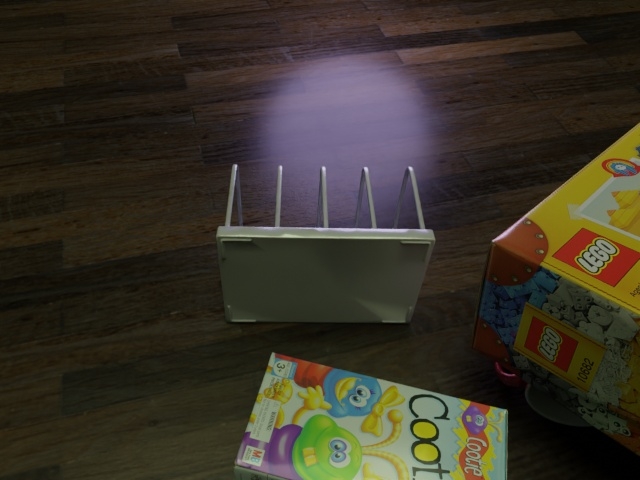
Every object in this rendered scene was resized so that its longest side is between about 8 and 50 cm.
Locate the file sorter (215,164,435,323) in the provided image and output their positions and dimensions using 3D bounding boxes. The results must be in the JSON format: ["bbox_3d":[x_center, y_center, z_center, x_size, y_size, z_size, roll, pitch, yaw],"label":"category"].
[{"bbox_3d":[0.000,0.000,0.839,0.278,0.192,0.173,0,47,-4],"label":"file sorter"}]

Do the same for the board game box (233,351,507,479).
[{"bbox_3d":[0.056,0.253,0.656,0.276,0.144,0.142,13,50,6],"label":"board game box"}]

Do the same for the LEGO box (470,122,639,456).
[{"bbox_3d":[0.492,0.036,0.688,0.500,0.193,0.373,-33,48,-31],"label":"LEGO box"}]

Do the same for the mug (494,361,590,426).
[{"bbox_3d":[0.335,0.147,0.791,0.150,0.113,0.169,19,48,10],"label":"mug"}]
